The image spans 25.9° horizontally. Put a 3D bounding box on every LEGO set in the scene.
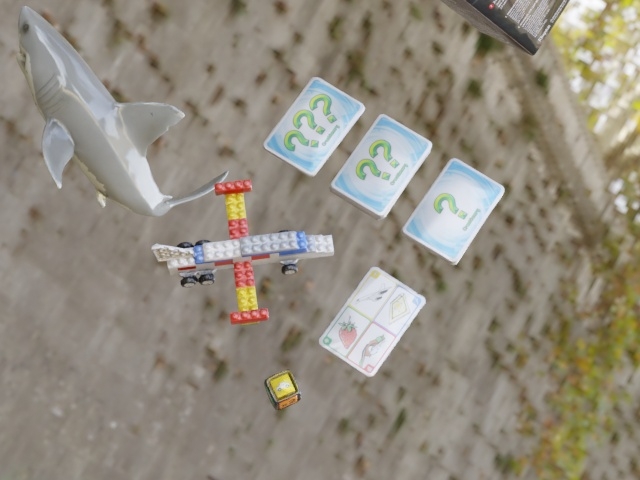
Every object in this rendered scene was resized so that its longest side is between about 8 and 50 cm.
[{"bbox_3d":[0.000,0.000,1.040,0.182,0.244,0.060,33,-18,12],"label":"LEGO set"}]

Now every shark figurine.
[{"bbox_3d":[-0.165,-0.085,1.270,0.278,0.116,0.166,52,16,-46],"label":"shark figurine"}]

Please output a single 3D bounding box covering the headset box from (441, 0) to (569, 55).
[{"bbox_3d":[0.152,-0.353,1.367,0.293,0.218,0.110,29,6,-38],"label":"headset box"}]
